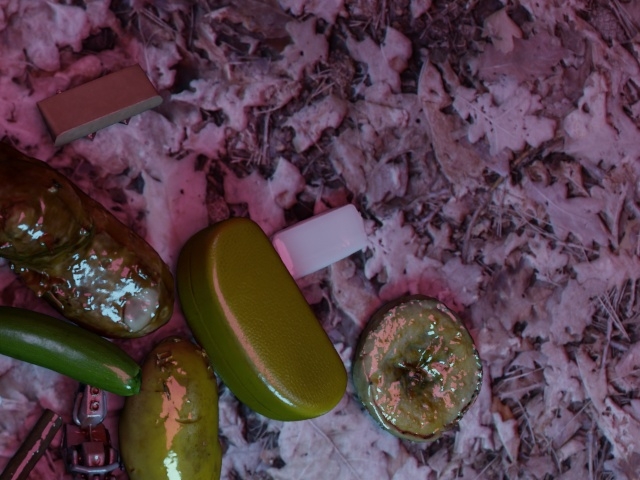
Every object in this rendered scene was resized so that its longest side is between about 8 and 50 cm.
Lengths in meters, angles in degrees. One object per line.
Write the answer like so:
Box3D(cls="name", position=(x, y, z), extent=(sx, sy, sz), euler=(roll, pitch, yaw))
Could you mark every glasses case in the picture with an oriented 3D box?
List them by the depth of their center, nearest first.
Box3D(cls="glasses case", position=(-0.370, -0.223, 1.783), extent=(0.193, 0.070, 0.102), euler=(-26, 70, -22))
Box3D(cls="glasses case", position=(-0.113, 0.148, 1.827), extent=(0.173, 0.141, 0.371), euler=(-40, 103, -38))

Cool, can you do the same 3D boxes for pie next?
Box3D(cls="pie", position=(0.183, 0.236, 2.008), extent=(0.274, 0.055, 0.274), euler=(2, 85, -24))

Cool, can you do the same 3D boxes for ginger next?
Box3D(cls="ginger", position=(-0.386, 0.016, 1.661), extent=(0.176, 0.254, 0.418), euler=(-42, 112, 1))

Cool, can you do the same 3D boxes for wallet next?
Box3D(cls="wallet", position=(0.000, 0.000, 1.951), extent=(0.190, 0.033, 0.095), euler=(-26, 99, -24))

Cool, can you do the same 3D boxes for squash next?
Box3D(cls="squash", position=(-0.408, 0.164, 1.683), extent=(0.292, 0.082, 0.082), euler=(19, 77, 1))

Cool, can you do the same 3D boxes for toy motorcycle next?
Box3D(cls="toy motorcycle", position=(-0.360, 0.322, 1.710), extent=(0.084, 0.118, 0.213), euler=(2, 85, -25))

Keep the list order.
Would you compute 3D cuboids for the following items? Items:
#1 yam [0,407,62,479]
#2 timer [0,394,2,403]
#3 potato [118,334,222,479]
Box3D(cls="yam", position=(-0.507, 0.405, 1.678), extent=(0.327, 0.045, 0.045), euler=(-57, 142, -19))
Box3D(cls="timer", position=(-0.602, 0.248, 1.560), extent=(0.194, 0.192, 0.195), euler=(40, 71, -17))
Box3D(cls="potato", position=(-0.240, 0.304, 1.757), extent=(0.172, 0.140, 0.300), euler=(-3, 93, -33))
